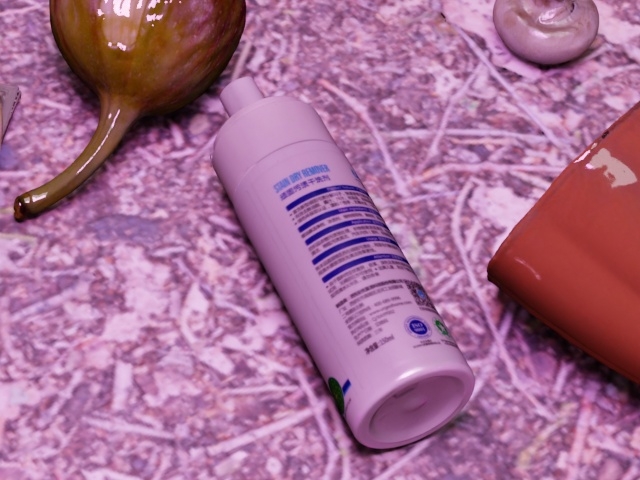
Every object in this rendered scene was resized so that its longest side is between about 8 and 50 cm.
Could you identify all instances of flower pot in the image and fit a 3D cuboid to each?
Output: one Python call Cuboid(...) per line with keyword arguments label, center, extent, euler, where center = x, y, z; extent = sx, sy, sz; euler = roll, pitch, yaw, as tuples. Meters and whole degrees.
Cuboid(label="flower pot", center=(0.233, 0.017, 1.352), extent=(0.190, 0.191, 0.173), euler=(-37, 76, -31))

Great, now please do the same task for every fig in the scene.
Cuboid(label="fig", center=(-0.150, -0.118, 1.440), extent=(0.149, 0.149, 0.245), euler=(18, 69, 7))

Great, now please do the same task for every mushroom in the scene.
Cuboid(label="mushroom", center=(0.180, -0.184, 1.556), extent=(0.085, 0.079, 0.085), euler=(5, 48, -6))

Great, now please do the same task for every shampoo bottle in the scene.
Cuboid(label="shampoo bottle", center=(0.000, 0.000, 1.377), extent=(0.092, 0.092, 0.303), euler=(-17, 56, -20))

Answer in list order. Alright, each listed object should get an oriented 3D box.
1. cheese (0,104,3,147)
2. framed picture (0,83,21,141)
Cuboid(label="cheese", center=(-0.276, -0.026, 1.357), extent=(0.127, 0.050, 0.255), euler=(-2, 51, -13))
Cuboid(label="framed picture", center=(-0.364, -0.069, 1.424), extent=(0.260, 0.023, 0.189), euler=(11, 51, 1))
